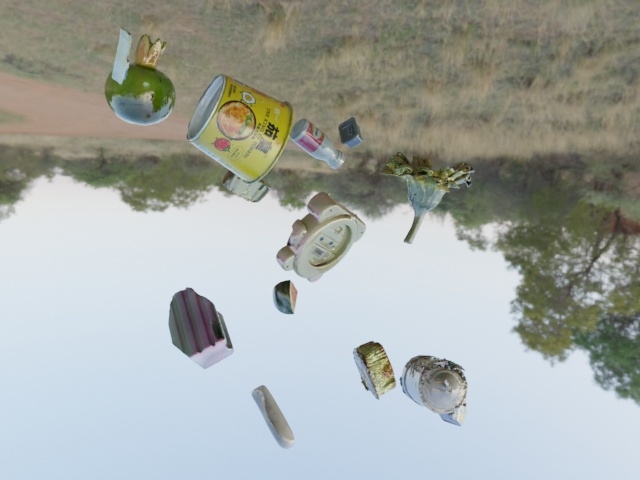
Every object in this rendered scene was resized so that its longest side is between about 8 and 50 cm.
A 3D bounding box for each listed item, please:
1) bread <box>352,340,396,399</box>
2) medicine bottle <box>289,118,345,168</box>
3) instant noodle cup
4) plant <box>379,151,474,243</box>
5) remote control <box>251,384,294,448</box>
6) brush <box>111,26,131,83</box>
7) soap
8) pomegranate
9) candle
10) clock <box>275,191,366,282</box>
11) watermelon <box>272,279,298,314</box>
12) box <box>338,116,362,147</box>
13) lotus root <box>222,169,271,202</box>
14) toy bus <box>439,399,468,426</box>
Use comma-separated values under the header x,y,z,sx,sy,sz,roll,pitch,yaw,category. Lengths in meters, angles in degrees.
x,y,z,sx,sy,sz,roll,pitch,yaw,category
0.137,0.333,1.252,0.069,0.140,0.128,-22,-176,-15,bread
-0.006,-0.345,1.740,0.216,0.091,0.090,32,170,-34,medicine bottle
-0.282,-0.387,1.625,0.254,0.326,0.325,26,175,-31,instant noodle cup
0.344,-0.157,1.468,0.261,0.297,0.305,-16,164,39,plant
-0.166,0.608,1.639,0.073,0.229,0.044,-35,171,26,remote control
-0.485,-0.455,1.185,0.030,0.033,0.178,-47,-176,-37,brush
-0.467,0.322,1.820,0.192,0.109,0.324,-28,-131,-4,soap
-0.608,-0.547,1.646,0.235,0.302,0.236,15,-163,-5,pomegranate
0.403,0.496,1.653,0.187,0.188,0.330,3,171,-7,candle
0.000,0.000,1.753,0.114,0.309,0.284,47,-170,36,clock
-0.125,0.194,1.738,0.094,0.126,0.135,-20,-165,-36,watermelon
0.114,-0.393,1.769,0.074,0.099,0.054,-25,147,27,box
-0.358,-0.283,2.279,0.234,0.119,0.138,29,-152,-43,lotus root
0.510,0.637,2.010,0.109,0.330,0.136,4,-133,48,toy bus
